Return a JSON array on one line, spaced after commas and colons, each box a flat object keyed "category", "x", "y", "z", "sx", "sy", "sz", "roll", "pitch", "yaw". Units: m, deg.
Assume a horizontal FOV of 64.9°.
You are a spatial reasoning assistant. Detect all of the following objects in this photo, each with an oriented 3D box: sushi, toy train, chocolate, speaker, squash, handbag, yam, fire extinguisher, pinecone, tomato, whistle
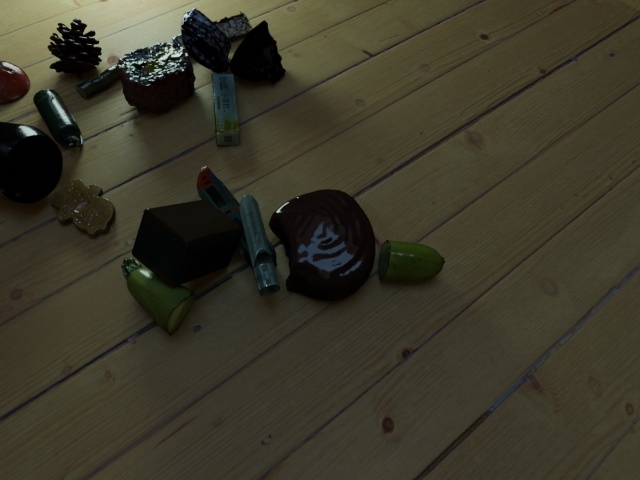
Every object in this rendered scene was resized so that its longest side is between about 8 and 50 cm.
[{"category": "sushi", "x": -0.587, "y": -0.592, "z": 1.822, "sx": 0.270, "sy": 0.171, "sz": 0.236, "roll": -35, "pitch": 64, "yaw": -24}, {"category": "toy train", "x": -0.275, "y": -0.067, "z": 1.541, "sx": 0.089, "sy": 0.086, "sz": 0.409, "roll": -32, "pitch": 64, "yaw": -19}, {"category": "chocolate", "x": -0.435, "y": -0.831, "z": 2.047, "sx": 0.329, "sy": 0.065, "sz": 0.103, "roll": -27, "pitch": 81, "yaw": -17}, {"category": "speaker", "x": -0.365, "y": -0.001, "z": 1.399, "sx": 0.192, "sy": 0.153, "sz": 0.230, "roll": 34, "pitch": 25, "yaw": 19}, {"category": "chocolate", "x": -0.221, "y": -0.681, "z": 1.933, "sx": 0.177, "sy": 0.206, "sz": 0.224, "roll": 35, "pitch": 63, "yaw": -33}, {"category": "squash", "x": -0.458, "y": 0.146, "z": 1.400, "sx": 0.287, "sy": 0.137, "sz": 0.137, "roll": 27, "pitch": 59, "yaw": 31}, {"category": "handbag", "x": -0.433, "y": -0.744, "z": 1.899, "sx": 0.126, "sy": 0.228, "sz": 0.208, "roll": -32, "pitch": 37, "yaw": 25}, {"category": "yam", "x": -0.795, "y": -0.617, "z": 1.894, "sx": 0.061, "sy": 0.061, "sz": 0.253, "roll": 37, "pitch": 64, "yaw": 20}, {"category": "fire extinguisher", "x": -0.890, "y": -0.402, "z": 1.732, "sx": 0.093, "sy": 0.118, "sz": 0.294, "roll": -45, "pitch": 64, "yaw": 12}, {"category": "squash", "x": 0.268, "y": 0.059, "z": 1.465, "sx": 0.186, "sy": 0.123, "sz": 0.123, "roll": 3, "pitch": 57, "yaw": -4}, {"category": "pinecone", "x": -0.924, "y": -0.727, "z": 1.897, "sx": 0.185, "sy": 0.169, "sz": 0.213, "roll": -2, "pitch": 69, "yaw": -20}, {"category": "tomato", "x": -1.180, "y": -0.589, "z": 1.837, "sx": 0.189, "sy": 0.099, "sz": 0.173, "roll": 11, "pitch": 56, "yaw": 3}, {"category": "whistle", "x": -0.176, "y": 0.007, "z": 1.409, "sx": 0.062, "sy": 0.062, "sz": 0.312, "roll": -12, "pitch": 59, "yaw": -10}]

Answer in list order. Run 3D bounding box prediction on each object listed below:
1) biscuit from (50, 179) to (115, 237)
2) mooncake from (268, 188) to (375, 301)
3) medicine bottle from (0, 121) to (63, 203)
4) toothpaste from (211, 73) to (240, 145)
[{"category": "biscuit", "x": -0.734, "y": -0.100, "z": 1.576, "sx": 0.225, "sy": 0.036, "sz": 0.166, "roll": 32, "pitch": 62, "yaw": 14}, {"category": "mooncake", "x": 0.000, "y": 0.000, "z": 1.461, "sx": 0.333, "sy": 0.174, "sz": 0.326, "roll": 16, "pitch": 60, "yaw": 7}, {"category": "medicine bottle", "x": -1.024, "y": -0.260, "z": 1.557, "sx": 0.394, "sy": 0.243, "sz": 0.243, "roll": 14, "pitch": 57, "yaw": 18}, {"category": "toothpaste", "x": -0.343, "y": -0.475, "z": 1.816, "sx": 0.089, "sy": 0.071, "sz": 0.313, "roll": -5, "pitch": 57, "yaw": -10}]
